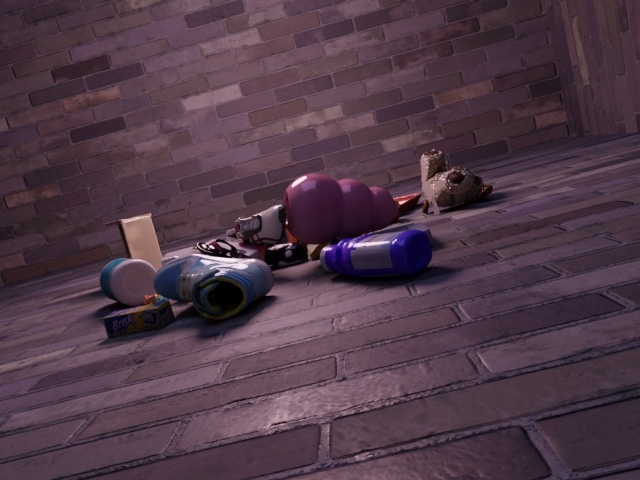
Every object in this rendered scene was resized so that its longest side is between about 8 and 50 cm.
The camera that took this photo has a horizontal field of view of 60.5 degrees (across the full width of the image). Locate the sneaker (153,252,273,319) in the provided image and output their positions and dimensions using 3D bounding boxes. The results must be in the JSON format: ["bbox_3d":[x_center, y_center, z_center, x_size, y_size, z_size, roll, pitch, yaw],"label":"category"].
[{"bbox_3d":[-0.291,0.110,1.307,0.319,0.127,0.208,-5,11,15],"label":"sneaker"}]

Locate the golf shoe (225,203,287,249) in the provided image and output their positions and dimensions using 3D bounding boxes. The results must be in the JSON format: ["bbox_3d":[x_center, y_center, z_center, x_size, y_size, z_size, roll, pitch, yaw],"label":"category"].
[{"bbox_3d":[-0.182,-0.032,1.603,0.120,0.105,0.273,6,-21,-28],"label":"golf shoe"}]

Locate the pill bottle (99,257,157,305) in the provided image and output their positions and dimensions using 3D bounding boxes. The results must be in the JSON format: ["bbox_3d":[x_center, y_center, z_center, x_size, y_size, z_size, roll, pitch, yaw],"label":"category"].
[{"bbox_3d":[-0.627,0.130,1.777,0.146,0.146,0.264,-20,10,-31],"label":"pill bottle"}]

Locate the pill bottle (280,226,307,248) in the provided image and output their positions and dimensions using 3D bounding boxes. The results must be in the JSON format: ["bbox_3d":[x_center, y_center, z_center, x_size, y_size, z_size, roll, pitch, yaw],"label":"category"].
[{"bbox_3d":[-0.048,-0.043,1.956,0.245,0.130,0.130,-23,11,-42],"label":"pill bottle"}]

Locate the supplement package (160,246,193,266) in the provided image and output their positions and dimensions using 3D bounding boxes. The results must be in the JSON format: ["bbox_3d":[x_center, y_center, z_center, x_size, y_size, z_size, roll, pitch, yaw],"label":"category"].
[{"bbox_3d":[-0.487,0.092,1.928,0.105,0.105,0.179,-17,9,-8],"label":"supplement package"}]

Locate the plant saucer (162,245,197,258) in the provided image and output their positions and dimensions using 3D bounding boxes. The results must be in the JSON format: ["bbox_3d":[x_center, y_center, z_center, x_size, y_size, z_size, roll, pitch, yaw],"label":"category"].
[{"bbox_3d":[-0.619,0.071,2.495,0.188,0.045,0.188,-15,9,3],"label":"plant saucer"}]

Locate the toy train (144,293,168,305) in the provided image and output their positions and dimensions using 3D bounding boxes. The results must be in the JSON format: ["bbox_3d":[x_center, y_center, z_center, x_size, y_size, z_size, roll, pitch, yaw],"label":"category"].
[{"bbox_3d":[-0.449,0.145,1.542,0.125,0.046,0.166,-50,20,-11],"label":"toy train"}]

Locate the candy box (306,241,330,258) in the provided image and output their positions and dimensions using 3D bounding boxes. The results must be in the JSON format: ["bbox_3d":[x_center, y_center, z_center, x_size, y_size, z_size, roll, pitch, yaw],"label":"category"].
[{"bbox_3d":[0.000,0.000,1.775,0.105,0.027,0.206,-51,8,4],"label":"candy box"}]

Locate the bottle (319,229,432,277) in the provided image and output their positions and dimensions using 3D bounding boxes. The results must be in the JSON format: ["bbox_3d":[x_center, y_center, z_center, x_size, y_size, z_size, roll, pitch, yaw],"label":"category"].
[{"bbox_3d":[0.117,0.035,1.280,0.283,0.092,0.118,-6,16,47],"label":"bottle"}]

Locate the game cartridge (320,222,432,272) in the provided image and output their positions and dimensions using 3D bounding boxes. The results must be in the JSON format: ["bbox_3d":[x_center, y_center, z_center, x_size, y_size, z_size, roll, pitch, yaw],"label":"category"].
[{"bbox_3d":[0.146,0.018,1.485,0.297,0.062,0.198,-14,13,4],"label":"game cartridge"}]

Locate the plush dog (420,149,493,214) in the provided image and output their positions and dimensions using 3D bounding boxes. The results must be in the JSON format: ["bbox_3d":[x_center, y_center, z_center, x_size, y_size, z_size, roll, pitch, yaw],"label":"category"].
[{"bbox_3d":[0.487,-0.190,1.969,0.225,0.211,0.262,-3,33,-19],"label":"plush dog"}]

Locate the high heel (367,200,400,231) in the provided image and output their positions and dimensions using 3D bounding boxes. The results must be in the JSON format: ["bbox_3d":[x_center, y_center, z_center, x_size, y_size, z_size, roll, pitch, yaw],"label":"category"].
[{"bbox_3d":[0.178,-0.064,1.980,0.244,0.082,0.117,-30,-22,-7],"label":"high heel"}]

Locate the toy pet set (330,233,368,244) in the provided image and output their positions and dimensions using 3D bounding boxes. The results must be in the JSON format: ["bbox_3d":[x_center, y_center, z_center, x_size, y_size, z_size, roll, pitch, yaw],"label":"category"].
[{"bbox_3d":[0.096,0.003,1.723,0.114,0.065,0.122,19,10,-6],"label":"toy pet set"}]

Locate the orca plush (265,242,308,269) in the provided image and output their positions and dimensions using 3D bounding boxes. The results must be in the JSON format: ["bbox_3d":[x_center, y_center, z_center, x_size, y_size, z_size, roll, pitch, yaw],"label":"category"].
[{"bbox_3d":[-0.167,0.030,1.777,0.151,0.102,0.287,-22,11,-38],"label":"orca plush"}]

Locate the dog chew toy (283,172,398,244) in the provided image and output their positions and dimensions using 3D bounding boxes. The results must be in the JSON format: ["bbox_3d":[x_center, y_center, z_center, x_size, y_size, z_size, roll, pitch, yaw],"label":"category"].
[{"bbox_3d":[0.064,-0.092,1.601,0.332,0.207,0.206,-1,6,-12],"label":"dog chew toy"}]

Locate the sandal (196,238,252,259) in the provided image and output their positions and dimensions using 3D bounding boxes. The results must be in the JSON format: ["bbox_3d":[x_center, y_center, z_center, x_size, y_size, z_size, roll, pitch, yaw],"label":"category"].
[{"bbox_3d":[-0.253,0.023,1.454,0.179,0.040,0.067,15,18,32],"label":"sandal"}]

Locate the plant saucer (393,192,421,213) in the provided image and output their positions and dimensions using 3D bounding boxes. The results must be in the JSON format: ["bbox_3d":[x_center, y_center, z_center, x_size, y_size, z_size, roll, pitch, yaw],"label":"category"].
[{"bbox_3d":[0.259,-0.126,2.247,0.258,0.048,0.259,-9,11,33],"label":"plant saucer"}]

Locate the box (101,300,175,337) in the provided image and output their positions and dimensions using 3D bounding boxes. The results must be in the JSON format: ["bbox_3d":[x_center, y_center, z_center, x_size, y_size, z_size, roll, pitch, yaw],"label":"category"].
[{"bbox_3d":[-0.453,0.195,1.363,0.169,0.054,0.059,-13,8,19],"label":"box"}]

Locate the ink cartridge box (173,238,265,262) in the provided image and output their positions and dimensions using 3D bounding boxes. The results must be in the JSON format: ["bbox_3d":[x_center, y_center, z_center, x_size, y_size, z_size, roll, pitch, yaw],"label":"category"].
[{"bbox_3d":[-0.277,0.076,1.532,0.172,0.100,0.237,7,14,15],"label":"ink cartridge box"}]

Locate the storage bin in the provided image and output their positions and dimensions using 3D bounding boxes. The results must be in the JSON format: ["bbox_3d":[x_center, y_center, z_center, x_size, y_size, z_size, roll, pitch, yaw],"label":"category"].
[{"bbox_3d":[-0.735,0.039,2.172,0.123,0.262,0.260,-20,10,-36],"label":"storage bin"}]
